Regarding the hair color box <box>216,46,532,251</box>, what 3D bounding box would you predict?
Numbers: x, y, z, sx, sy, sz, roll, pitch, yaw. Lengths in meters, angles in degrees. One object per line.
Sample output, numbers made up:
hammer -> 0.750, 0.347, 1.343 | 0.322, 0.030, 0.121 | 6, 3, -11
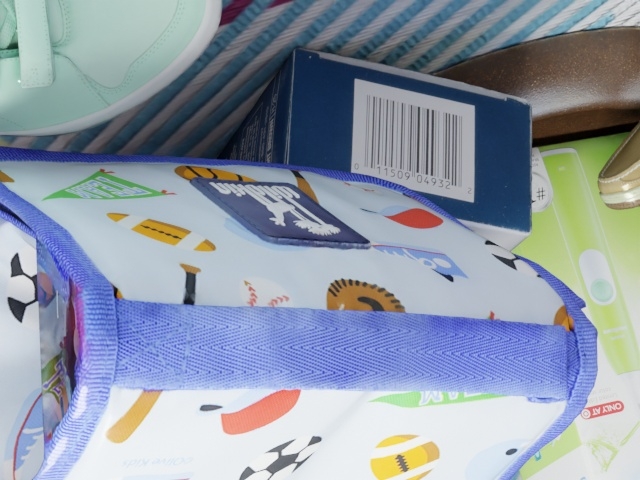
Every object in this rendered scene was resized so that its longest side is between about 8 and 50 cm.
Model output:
hair color box -> 0.000, 0.000, 1.270 | 0.173, 0.105, 0.347 | 12, 154, -17

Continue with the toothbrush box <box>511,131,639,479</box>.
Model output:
toothbrush box -> 0.238, 0.069, 1.329 | 0.206, 0.283, 0.122 | -9, 163, -19

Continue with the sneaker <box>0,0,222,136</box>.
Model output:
sneaker -> -0.174, -0.103, 0.843 | 0.255, 0.094, 0.151 | -12, 171, -2

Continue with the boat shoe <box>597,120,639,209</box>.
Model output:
boat shoe -> 0.259, -0.097, 1.269 | 0.190, 0.072, 0.068 | -39, -157, -26

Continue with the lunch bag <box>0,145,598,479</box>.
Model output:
lunch bag -> -0.085, 0.074, 0.990 | 0.327, 0.239, 0.385 | 4, 168, -35

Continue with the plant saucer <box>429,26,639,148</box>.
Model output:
plant saucer -> 0.147, -0.074, 1.365 | 0.310, 0.050, 0.310 | -15, 164, -4
